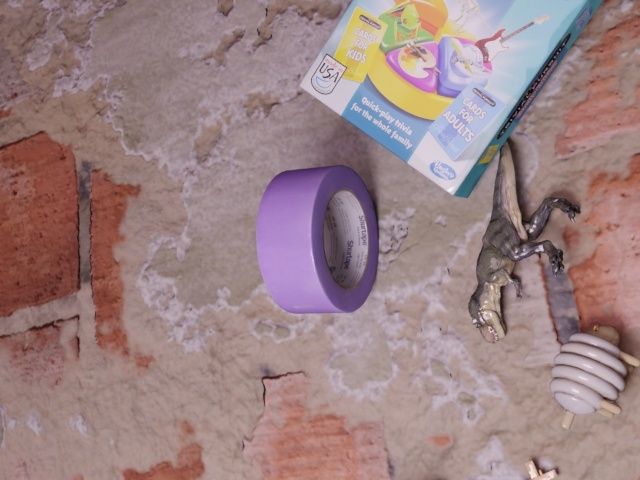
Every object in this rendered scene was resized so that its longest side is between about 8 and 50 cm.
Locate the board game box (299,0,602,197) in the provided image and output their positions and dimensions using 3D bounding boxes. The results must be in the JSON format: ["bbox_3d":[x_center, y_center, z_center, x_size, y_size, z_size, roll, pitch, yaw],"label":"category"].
[{"bbox_3d":[0.168,-0.262,1.191,0.254,0.079,0.336,37,104,18],"label":"board game box"}]

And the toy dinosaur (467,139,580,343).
[{"bbox_3d":[0.247,-0.008,1.170,0.118,0.064,0.268,2,76,36],"label":"toy dinosaur"}]

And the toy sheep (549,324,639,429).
[{"bbox_3d":[0.304,0.154,1.084,0.091,0.091,0.132,17,69,31],"label":"toy sheep"}]

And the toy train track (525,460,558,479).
[{"bbox_3d":[0.262,0.297,1.116,0.048,0.014,0.083,-27,72,14],"label":"toy train track"}]

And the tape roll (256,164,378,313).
[{"bbox_3d":[0.000,0.000,1.228,0.080,0.189,0.188,-3,77,29],"label":"tape roll"}]
